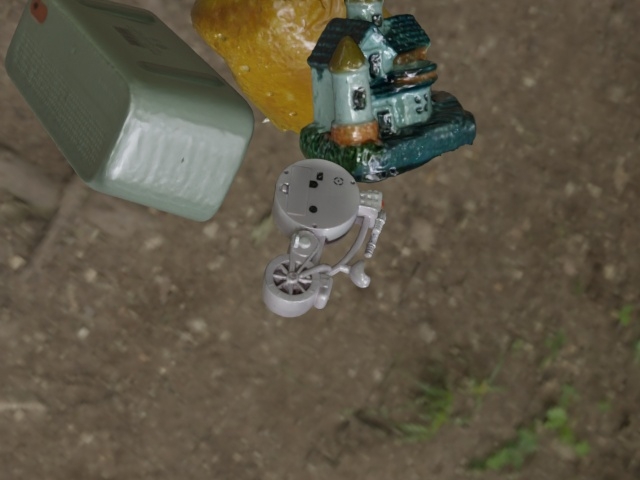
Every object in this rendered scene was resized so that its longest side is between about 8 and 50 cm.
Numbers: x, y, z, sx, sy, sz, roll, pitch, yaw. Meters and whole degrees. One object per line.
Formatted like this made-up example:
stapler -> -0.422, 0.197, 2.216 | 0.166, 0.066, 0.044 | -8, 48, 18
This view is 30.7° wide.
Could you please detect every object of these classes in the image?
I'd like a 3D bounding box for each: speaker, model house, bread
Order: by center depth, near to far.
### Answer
speaker -> -0.273, -0.200, 1.589 | 0.184, 0.406, 0.183 | 11, 114, -40
model house -> 0.087, -0.258, 1.734 | 0.253, 0.184, 0.291 | -19, 108, -29
bread -> -0.059, -0.371, 2.227 | 0.394, 0.361, 0.250 | 40, 53, -46

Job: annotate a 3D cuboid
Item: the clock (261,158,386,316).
clock -> 0.000, 0.000, 0.855 | 0.041, 0.087, 0.129 | 107, -2, -56
